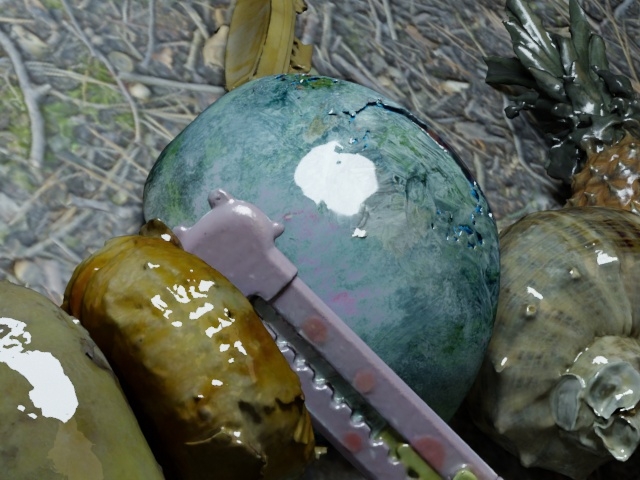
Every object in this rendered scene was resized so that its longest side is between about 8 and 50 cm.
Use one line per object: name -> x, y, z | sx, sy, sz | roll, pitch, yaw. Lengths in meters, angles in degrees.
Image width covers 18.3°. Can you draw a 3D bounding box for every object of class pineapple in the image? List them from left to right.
pineapple -> 0.271, -0.087, 1.858 | 0.165, 0.165, 0.364 | 13, 41, -32

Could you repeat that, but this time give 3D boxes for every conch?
conch -> 0.187, 0.057, 1.591 | 0.159, 0.210, 0.291 | 36, 13, -50

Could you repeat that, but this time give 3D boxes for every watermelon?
watermelon -> -0.004, 0.002, 1.480 | 0.322, 0.188, 0.175 | 45, 35, 11

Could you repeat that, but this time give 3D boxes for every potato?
potato -> -0.180, 0.137, 1.202 | 0.165, 0.165, 0.262 | -16, 69, -49

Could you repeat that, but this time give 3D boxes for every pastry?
pastry -> -0.085, 0.101, 1.297 | 0.100, 0.229, 0.218 | -32, 114, -23

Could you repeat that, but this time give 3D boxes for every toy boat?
toy boat -> -0.042, -0.164, 1.736 | 0.072, 0.064, 0.206 | 42, 33, -29

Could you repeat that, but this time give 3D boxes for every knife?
knife -> 0.038, 0.131, 1.407 | 0.398, 0.132, 0.038 | 46, 2, -2
